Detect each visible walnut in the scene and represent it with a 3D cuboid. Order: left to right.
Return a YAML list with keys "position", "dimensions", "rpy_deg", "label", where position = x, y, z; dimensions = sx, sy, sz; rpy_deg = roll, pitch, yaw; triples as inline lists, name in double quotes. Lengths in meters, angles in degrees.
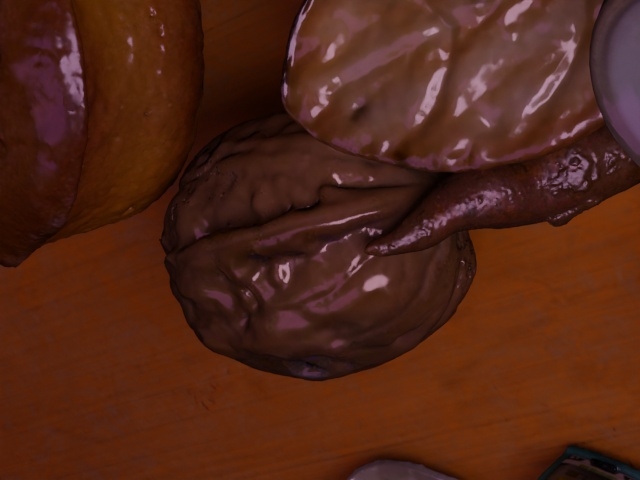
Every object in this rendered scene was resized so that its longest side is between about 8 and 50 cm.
- position: [0.000, 0.000, 1.287]
  dimensions: [0.245, 0.198, 0.198]
  rpy_deg: [-19, 106, 36]
  label: "walnut"

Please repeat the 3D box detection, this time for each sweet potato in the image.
- position: [0.131, -0.036, 1.196]
  dimensions: [0.068, 0.226, 0.068]
  rpy_deg: [159, 90, -86]
  label: "sweet potato"

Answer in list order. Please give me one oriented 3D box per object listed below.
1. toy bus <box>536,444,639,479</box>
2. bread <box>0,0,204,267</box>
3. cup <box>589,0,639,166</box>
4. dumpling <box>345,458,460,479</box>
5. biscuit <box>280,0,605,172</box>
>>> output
- position: [0.200, 0.285, 1.387]
  dimensions: [0.091, 0.109, 0.262]
  rpy_deg: [16, 127, 36]
  label: "toy bus"
- position: [-0.210, -0.133, 1.317]
  dimensions: [0.312, 0.172, 0.312]
  rpy_deg: [20, 115, 53]
  label: "bread"
- position: [0.245, -0.099, 1.000]
  dimensions: [0.186, 0.234, 0.258]
  rpy_deg: [29, 134, 20]
  label: "cup"
- position: [0.060, 0.241, 1.470]
  dimensions: [0.169, 0.100, 0.134]
  rpy_deg: [-17, 93, 41]
  label: "dumpling"
- position: [0.090, -0.140, 1.158]
  dimensions: [0.260, 0.041, 0.203]
  rpy_deg: [-27, 92, 19]
  label: "biscuit"
